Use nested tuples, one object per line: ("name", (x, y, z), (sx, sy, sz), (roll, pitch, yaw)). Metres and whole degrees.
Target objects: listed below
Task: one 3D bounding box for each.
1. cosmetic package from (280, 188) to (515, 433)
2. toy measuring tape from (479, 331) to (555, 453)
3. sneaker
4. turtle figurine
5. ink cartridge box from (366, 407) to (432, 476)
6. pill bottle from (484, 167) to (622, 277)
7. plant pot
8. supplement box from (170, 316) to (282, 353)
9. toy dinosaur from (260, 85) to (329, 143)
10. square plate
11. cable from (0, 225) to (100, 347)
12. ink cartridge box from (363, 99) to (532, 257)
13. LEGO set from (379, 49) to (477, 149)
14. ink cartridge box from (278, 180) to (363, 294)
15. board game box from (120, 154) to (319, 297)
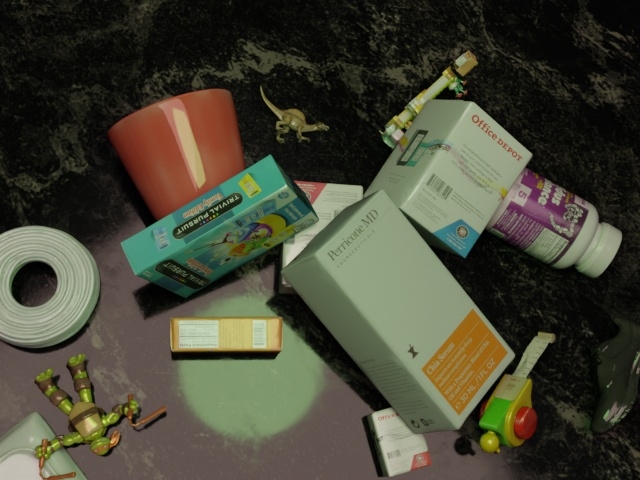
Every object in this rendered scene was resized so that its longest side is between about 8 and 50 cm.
("cosmetic package", (0.162, 0.150, 1.837), (0.453, 0.161, 0.230), (50, 59, -8))
("toy measuring tape", (0.435, 0.343, 1.955), (0.121, 0.121, 0.330), (40, 55, 3))
("sneaker", (0.647, 0.297, 2.000), (0.130, 0.109, 0.286), (28, 65, 9))
("turtle figurine", (-0.464, 0.342, 1.806), (0.270, 0.087, 0.217), (-29, 74, -11))
("ink cartridge box", (0.165, 0.420, 1.901), (0.099, 0.056, 0.135), (-12, 77, -13))
("pill bottle", (0.512, -0.040, 2.023), (0.302, 0.169, 0.169), (28, 73, -1))
("plant pot", (-0.278, -0.156, 1.895), (0.275, 0.275, 0.243), (-20, 89, -14))
("supplement box", (-0.199, 0.200, 1.892), (0.234, 0.078, 0.080), (3, 78, -8))
("toy dinosaur", (-0.075, -0.272, 2.061), (0.183, 0.053, 0.092), (27, 57, -9))
("square plate", (-0.594, 0.572, 1.743), (0.344, 0.049, 0.347), (-38, 83, -17))
("cable", (-0.588, 0.090, 1.852), (0.257, 0.089, 0.257), (42, 73, 4))
("ink cartridge box", (0.271, -0.139, 1.939), (0.198, 0.197, 0.270), (36, 85, -23))
("LEGO set", (0.266, -0.301, 2.075), (0.287, 0.132, 0.107), (-42, 92, -6))
("ink cartridge box", (0.000, 0.000, 1.965), (0.172, 0.100, 0.237), (4, 74, -8))
("board game box", (-0.190, -0.018, 1.803), (0.336, 0.254, 0.079), (-30, 71, 6))
